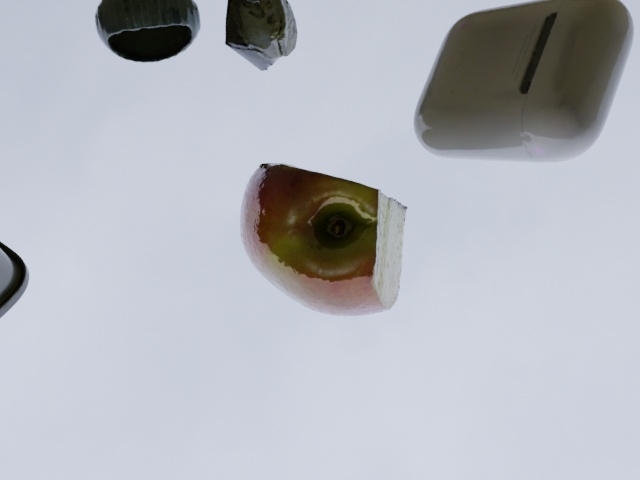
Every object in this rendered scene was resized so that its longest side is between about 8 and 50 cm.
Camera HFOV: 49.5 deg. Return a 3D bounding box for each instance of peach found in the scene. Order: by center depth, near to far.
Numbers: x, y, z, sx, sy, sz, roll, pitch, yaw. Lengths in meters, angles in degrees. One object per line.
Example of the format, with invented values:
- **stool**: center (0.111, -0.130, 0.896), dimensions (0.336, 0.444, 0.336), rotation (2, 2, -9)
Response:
- **peach**: center (0.000, 0.000, 1.245), dimensions (0.306, 0.380, 0.243), rotation (12, -86, 12)

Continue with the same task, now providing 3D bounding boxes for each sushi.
- **sushi**: center (-0.115, -0.504, 1.421), dimensions (0.109, 0.134, 0.273), rotation (-7, -101, 27)

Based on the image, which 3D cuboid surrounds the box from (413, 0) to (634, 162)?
- **box**: center (0.328, -0.269, 1.167), dimensions (0.349, 0.141, 0.289), rotation (10, -108, 49)

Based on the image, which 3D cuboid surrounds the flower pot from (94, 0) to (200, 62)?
- **flower pot**: center (-0.407, -0.520, 1.640), dimensions (0.242, 0.189, 0.157), rotation (-12, -113, -13)

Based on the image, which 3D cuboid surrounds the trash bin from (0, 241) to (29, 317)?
- **trash bin**: center (-0.646, 0.025, 1.121), dimensions (0.219, 0.250, 0.219), rotation (27, -116, 18)
